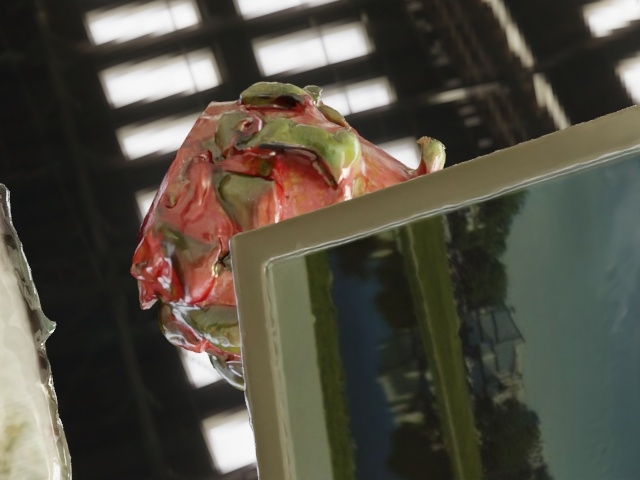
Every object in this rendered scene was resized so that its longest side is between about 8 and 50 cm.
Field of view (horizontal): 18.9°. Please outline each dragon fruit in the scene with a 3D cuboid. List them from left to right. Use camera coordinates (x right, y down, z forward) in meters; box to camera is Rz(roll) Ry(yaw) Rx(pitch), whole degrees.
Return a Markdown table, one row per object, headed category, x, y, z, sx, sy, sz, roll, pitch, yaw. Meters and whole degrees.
| category | x | y | z | sx | sy | sz | roll | pitch | yaw |
| --- | --- | --- | --- | --- | --- | --- | --- | --- | --- |
| dragon fruit | 0.000 | 0.000 | 0.999 | 0.172 | 0.160 | 0.167 | 27 | -110 | -2 |

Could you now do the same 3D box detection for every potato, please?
| category | x | y | z | sx | sy | sz | roll | pitch | yaw |
| --- | --- | --- | --- | --- | --- | --- | --- | --- | --- |
| potato | -0.274 | 0.093 | 1.144 | 0.211 | 0.264 | 0.189 | -17 | -96 | -18 |

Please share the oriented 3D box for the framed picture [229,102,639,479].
| category | x | y | z | sx | sy | sz | roll | pitch | yaw |
| --- | --- | --- | --- | --- | --- | --- | --- | --- | --- |
| framed picture | 0.036 | 0.057 | 0.341 | 0.109 | 0.011 | 0.149 | -18 | -109 | 32 |
